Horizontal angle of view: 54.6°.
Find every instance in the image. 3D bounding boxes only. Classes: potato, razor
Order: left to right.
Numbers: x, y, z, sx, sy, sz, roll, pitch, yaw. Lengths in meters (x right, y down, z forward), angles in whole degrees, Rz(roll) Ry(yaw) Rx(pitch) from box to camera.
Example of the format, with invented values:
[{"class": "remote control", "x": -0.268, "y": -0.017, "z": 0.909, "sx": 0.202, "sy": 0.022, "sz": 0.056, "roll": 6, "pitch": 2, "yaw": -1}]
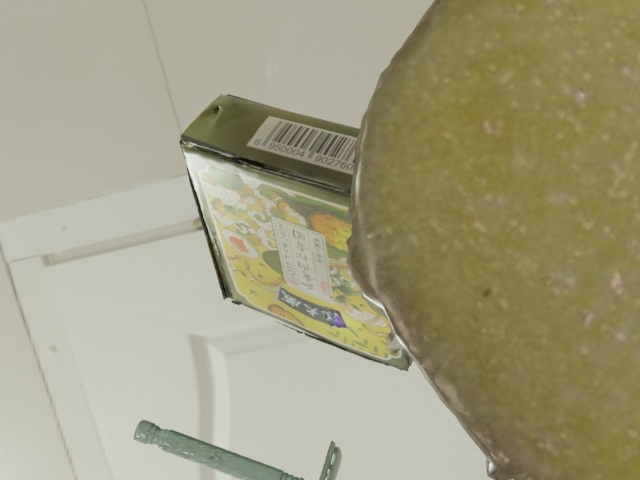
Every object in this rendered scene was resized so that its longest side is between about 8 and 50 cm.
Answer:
[{"class": "razor", "x": -0.098, "y": 0.250, "z": 0.689, "sx": 0.106, "sy": 0.232, "sz": 0.068, "roll": -64, "pitch": -10, "yaw": -55}, {"class": "potato", "x": 0.259, "y": 0.007, "z": 0.476, "sx": 0.442, "sy": 0.385, "sz": 0.319, "roll": 39, "pitch": -176, "yaw": 16}]

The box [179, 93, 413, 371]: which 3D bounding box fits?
[{"class": "box", "x": 0.000, "y": 0.000, "z": 0.990, "sx": 0.420, "sy": 0.372, "sz": 0.138, "roll": 84, "pitch": -150, "yaw": -51}]
